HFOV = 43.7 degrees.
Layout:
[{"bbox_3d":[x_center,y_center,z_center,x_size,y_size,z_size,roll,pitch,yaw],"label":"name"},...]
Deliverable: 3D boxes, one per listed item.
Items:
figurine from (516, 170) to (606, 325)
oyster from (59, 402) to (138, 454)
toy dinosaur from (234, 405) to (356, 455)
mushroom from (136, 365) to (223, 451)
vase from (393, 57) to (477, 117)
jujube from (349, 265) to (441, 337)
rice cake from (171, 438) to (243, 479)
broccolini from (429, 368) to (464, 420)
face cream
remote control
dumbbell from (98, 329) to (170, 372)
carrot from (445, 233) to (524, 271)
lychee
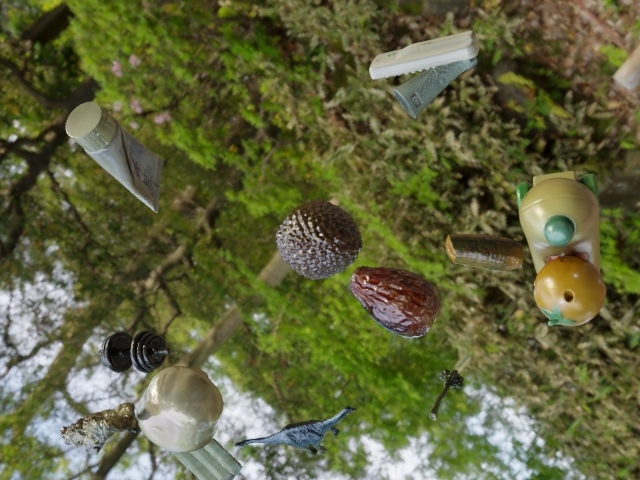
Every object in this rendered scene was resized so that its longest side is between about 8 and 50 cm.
[{"bbox_3d":[0.394,0.031,1.276,0.324,0.124,0.222,63,-156,-47],"label":"figurine"},{"bbox_3d":[-0.582,0.491,2.107,0.260,0.198,0.092,4,109,64],"label":"oyster"},{"bbox_3d":[-0.047,0.522,2.152,0.147,0.363,0.076,52,-153,-44],"label":"toy dinosaur"},{"bbox_3d":[-0.375,0.450,2.216,0.234,0.260,0.253,-53,-50,-55],"label":"mushroom"},{"bbox_3d":[0.305,-0.425,2.090,0.096,0.219,0.096,51,-177,-4],"label":"vase"},{"bbox_3d":[0.185,0.144,2.000,0.237,0.168,0.168,27,-170,8],"label":"jujube"},{"bbox_3d":[-0.330,0.628,2.299,0.211,0.124,0.038,40,174,26],"label":"rice cake"},{"bbox_3d":[0.346,0.438,2.235,0.057,0.071,0.254,52,-148,-5],"label":"broccolini"},{"bbox_3d":[-0.339,-0.144,1.369,0.224,0.070,0.114,50,-146,-56],"label":"face cream"},{"bbox_3d":[0.218,-0.394,1.691,0.090,0.230,0.049,-67,-38,-53],"label":"remote control"},{"bbox_3d":[-0.431,0.257,1.844,0.209,0.099,0.099,-5,167,29],"label":"dumbbell"},{"bbox_3d":[0.371,0.027,1.808,0.173,0.082,0.082,3,-172,8],"label":"carrot"},{"bbox_3d":[0.000,0.000,2.257,0.236,0.235,0.271,33,169,-26],"label":"lychee"}]
